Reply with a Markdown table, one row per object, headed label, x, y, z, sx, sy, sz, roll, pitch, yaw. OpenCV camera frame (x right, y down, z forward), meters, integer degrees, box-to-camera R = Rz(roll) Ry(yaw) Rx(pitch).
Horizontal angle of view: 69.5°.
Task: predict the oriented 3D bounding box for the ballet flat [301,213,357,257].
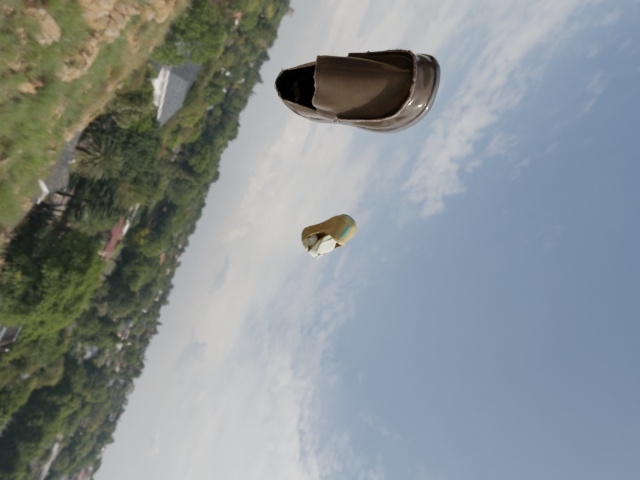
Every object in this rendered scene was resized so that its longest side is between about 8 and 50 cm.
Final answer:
| label | x | y | z | sx | sy | sz | roll | pitch | yaw |
| --- | --- | --- | --- | --- | --- | --- | --- | --- | --- |
| ballet flat | 0.000 | 0.000 | 1.053 | 0.073 | 0.080 | 0.232 | -59 | -168 | -25 |

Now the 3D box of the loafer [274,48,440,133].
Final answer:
| label | x | y | z | sx | sy | sz | roll | pitch | yaw |
| --- | --- | --- | --- | --- | --- | --- | --- | --- | --- |
| loafer | 0.044 | -0.267 | 0.833 | 0.365 | 0.130 | 0.134 | 10 | -84 | 48 |
